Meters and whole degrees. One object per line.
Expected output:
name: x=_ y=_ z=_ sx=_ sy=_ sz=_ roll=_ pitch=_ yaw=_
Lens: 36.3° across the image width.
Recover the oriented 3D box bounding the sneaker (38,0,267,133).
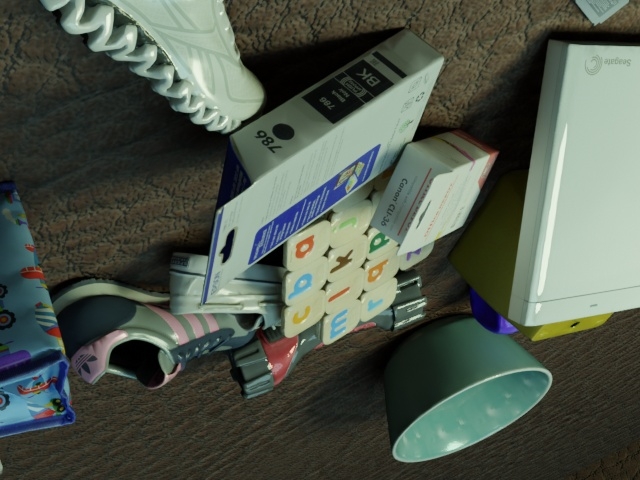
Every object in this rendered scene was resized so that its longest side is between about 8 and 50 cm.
sneaker: x=-0.119 y=-0.187 z=0.845 sx=0.118 sy=0.110 sz=0.292 roll=-42 pitch=148 yaw=10

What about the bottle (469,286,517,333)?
bottle: x=0.393 y=0.076 z=1.633 sx=0.282 sy=0.118 sz=0.092 roll=-15 pitch=109 yaw=-20

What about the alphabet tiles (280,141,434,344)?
alphabet tiles: x=0.055 y=0.005 z=1.256 sx=0.278 sy=0.021 sz=0.284 roll=-29 pitch=140 yaw=-33

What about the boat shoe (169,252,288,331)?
boat shoe: x=-0.079 y=0.075 z=1.259 sx=0.096 sy=0.088 sz=0.267 roll=5 pitch=174 yaw=44

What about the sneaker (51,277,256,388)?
sneaker: x=-0.197 y=0.137 z=1.260 sx=0.319 sy=0.131 sz=0.112 roll=8 pitch=136 yaw=-44

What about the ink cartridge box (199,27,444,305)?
ink cartridge box: x=-0.014 y=-0.081 z=1.003 sx=0.332 sy=0.065 sz=0.165 roll=-38 pitch=160 yaw=-34

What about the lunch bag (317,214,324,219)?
lunch bag: x=0.000 y=0.000 z=1.276 sx=0.083 sy=0.053 sz=0.071 roll=-13 pitch=152 yaw=-39

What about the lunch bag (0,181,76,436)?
lunch bag: x=-0.411 y=0.095 z=0.940 sx=0.293 sy=0.221 sz=0.138 roll=-15 pitch=148 yaw=-19

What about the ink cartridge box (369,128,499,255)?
ink cartridge box: x=0.131 y=-0.060 z=1.168 sx=0.198 sy=0.067 sz=0.115 roll=-23 pitch=141 yaw=-58

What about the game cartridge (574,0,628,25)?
game cartridge: x=0.320 y=-0.281 z=1.112 sx=0.056 sy=0.017 sz=0.083 roll=-34 pitch=150 yaw=21

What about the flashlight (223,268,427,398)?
flashlight: x=0.009 y=0.137 z=1.456 sx=0.304 sy=0.103 sz=0.103 roll=-19 pitch=-173 yaw=-16

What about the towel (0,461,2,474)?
towel: x=-0.494 y=0.177 z=0.998 sx=0.283 sy=0.235 sz=0.121 roll=-2 pitch=149 yaw=-35

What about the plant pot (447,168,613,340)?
plant pot: x=0.353 y=0.027 z=1.452 sx=0.212 sy=0.187 sz=0.212 roll=-8 pitch=147 yaw=-28

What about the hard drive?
hard drive: x=0.360 y=-0.074 z=1.247 sx=0.233 sy=0.047 sz=0.353 roll=-6 pitch=110 yaw=-31

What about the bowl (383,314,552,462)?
bowl: x=0.236 y=0.246 z=1.734 sx=0.311 sy=0.163 sz=0.311 roll=-19 pitch=150 yaw=-11
